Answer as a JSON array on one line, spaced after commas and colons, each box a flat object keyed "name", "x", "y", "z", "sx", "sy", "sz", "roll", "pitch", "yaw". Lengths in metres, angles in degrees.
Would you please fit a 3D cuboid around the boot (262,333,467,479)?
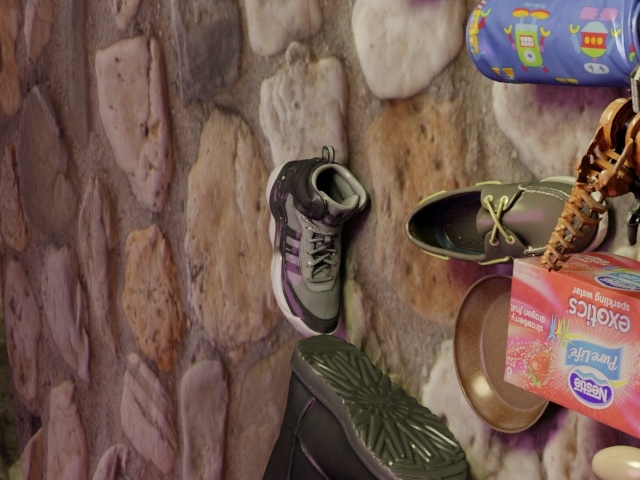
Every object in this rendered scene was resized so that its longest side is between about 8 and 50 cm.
[{"name": "boot", "x": 0.028, "y": 0.411, "z": 2.303, "sx": 0.367, "sy": 0.146, "sz": 0.445, "roll": 50, "pitch": 130, "yaw": 50}]

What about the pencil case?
[{"name": "pencil case", "x": 0.296, "y": -0.235, "z": 1.859, "sx": 0.306, "sy": 0.119, "sz": 0.133, "roll": 10, "pitch": 125, "yaw": 55}]

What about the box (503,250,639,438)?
[{"name": "box", "x": 0.348, "y": 0.117, "z": 1.796, "sx": 0.300, "sy": 0.142, "sz": 0.154, "roll": 21, "pitch": 111, "yaw": 54}]

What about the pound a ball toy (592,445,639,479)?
[{"name": "pound a ball toy", "x": 0.350, "y": 0.349, "z": 1.758, "sx": 0.136, "sy": 0.208, "sz": 0.319, "roll": 21, "pitch": 111, "yaw": 54}]

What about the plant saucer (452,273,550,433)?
[{"name": "plant saucer", "x": 0.238, "y": 0.139, "z": 2.061, "sx": 0.199, "sy": 0.036, "sz": 0.198, "roll": 10, "pitch": 102, "yaw": 55}]

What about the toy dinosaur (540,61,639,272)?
[{"name": "toy dinosaur", "x": 0.345, "y": -0.096, "z": 1.700, "sx": 0.322, "sy": 0.218, "sz": 0.164, "roll": -31, "pitch": 41, "yaw": 9}]

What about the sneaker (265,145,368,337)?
[{"name": "sneaker", "x": 0.000, "y": 0.000, "z": 2.344, "sx": 0.153, "sy": 0.101, "sz": 0.268, "roll": -29, "pitch": 67, "yaw": 57}]

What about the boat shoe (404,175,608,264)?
[{"name": "boat shoe", "x": 0.222, "y": -0.019, "z": 2.018, "sx": 0.305, "sy": 0.091, "sz": 0.109, "roll": -3, "pitch": 90, "yaw": 57}]
